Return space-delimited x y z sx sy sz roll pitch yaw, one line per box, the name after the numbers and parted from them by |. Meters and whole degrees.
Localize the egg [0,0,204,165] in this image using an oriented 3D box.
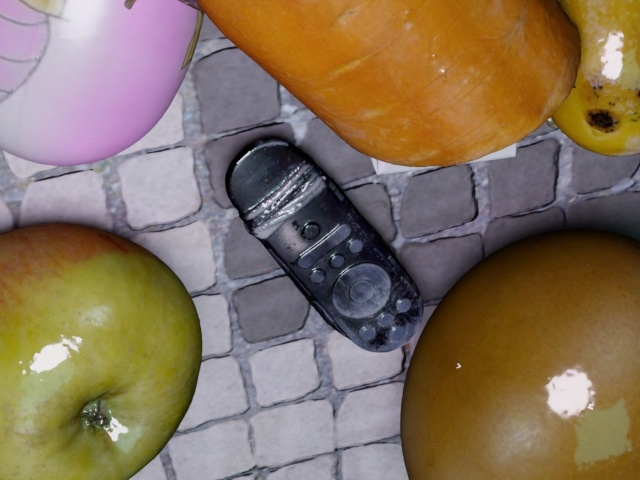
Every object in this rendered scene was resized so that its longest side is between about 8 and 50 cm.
-0.177 -0.182 1.180 0.196 0.196 0.271 1 133 -19 | egg

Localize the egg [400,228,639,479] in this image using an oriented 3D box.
0.218 0.151 1.505 0.282 0.282 0.351 6 125 -22 | egg

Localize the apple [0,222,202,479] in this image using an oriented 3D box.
-0.228 0.106 1.377 0.261 0.194 0.261 -16 126 -23 | apple

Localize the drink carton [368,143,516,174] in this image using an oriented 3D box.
0.096 -0.208 1.305 0.130 0.106 0.315 -7 128 -11 | drink carton

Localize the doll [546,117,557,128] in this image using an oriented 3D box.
0.320 -0.151 1.405 0.286 0.091 0.203 15 128 -26 | doll

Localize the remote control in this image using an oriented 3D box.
0.000 0.000 1.471 0.090 0.066 0.266 -41 124 -2 | remote control

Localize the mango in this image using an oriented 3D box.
0.242 -0.220 1.247 0.146 0.316 0.193 7 169 23 | mango

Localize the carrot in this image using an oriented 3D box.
0.006 -0.197 1.093 0.214 0.193 0.331 0 149 40 | carrot
